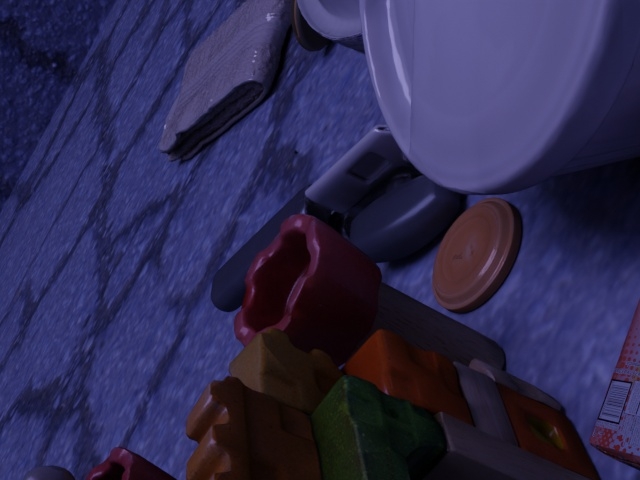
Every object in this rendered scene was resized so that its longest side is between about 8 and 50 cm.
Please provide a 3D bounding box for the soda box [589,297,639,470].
[{"bbox_3d":[0.186,0.021,0.464,0.058,0.063,0.183,3,68,64],"label":"soda box"}]

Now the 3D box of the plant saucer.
[{"bbox_3d":[0.102,0.008,0.713,0.083,0.013,0.083,-47,27,34],"label":"plant saucer"}]

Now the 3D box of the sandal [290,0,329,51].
[{"bbox_3d":[0.030,-0.281,1.118,0.180,0.072,0.049,-56,45,6],"label":"sandal"}]

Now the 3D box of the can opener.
[{"bbox_3d":[0.000,0.000,0.855,0.280,0.074,0.093,-37,35,45],"label":"can opener"}]

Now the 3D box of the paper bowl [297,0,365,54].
[{"bbox_3d":[0.070,-0.294,0.868,0.284,0.148,0.284,-33,49,47],"label":"paper bowl"}]

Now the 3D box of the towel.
[{"bbox_3d":[-0.125,-0.221,1.379,0.282,0.049,0.187,-28,41,52],"label":"towel"}]

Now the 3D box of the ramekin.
[{"bbox_3d":[0.130,-0.161,0.589,0.273,0.127,0.273,176,90,-68],"label":"ramekin"}]

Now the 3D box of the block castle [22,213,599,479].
[{"bbox_3d":[-0.023,0.215,0.503,0.303,0.213,0.453,-52,25,23],"label":"block castle"}]
